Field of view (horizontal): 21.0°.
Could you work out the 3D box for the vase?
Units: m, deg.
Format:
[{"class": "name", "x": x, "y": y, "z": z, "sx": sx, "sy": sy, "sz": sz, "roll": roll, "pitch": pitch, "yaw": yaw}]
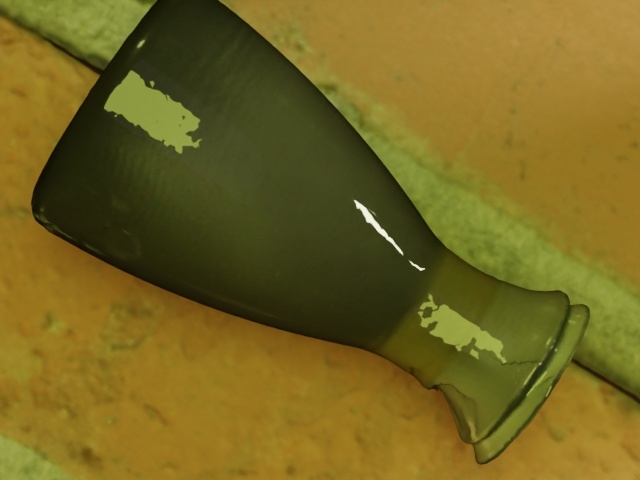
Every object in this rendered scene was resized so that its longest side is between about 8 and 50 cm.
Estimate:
[{"class": "vase", "x": 0.000, "y": 0.000, "z": 1.049, "sx": 0.321, "sy": 0.173, "sz": 0.173, "roll": 34, "pitch": 84, "yaw": -5}]
